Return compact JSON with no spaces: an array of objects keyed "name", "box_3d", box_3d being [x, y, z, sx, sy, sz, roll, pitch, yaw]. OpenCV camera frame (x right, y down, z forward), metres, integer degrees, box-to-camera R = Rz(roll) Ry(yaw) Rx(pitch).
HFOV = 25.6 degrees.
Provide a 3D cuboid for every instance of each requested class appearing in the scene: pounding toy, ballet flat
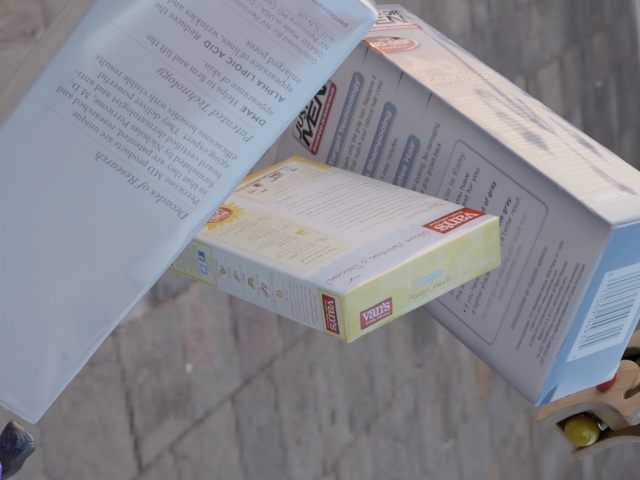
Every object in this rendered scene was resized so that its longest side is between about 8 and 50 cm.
[{"name":"pounding toy","box_3d":[0.392,0.199,1.608,0.155,0.269,0.154,42,48,-14]},{"name":"ballet flat","box_3d":[-0.446,0.304,1.978,0.057,0.173,0.049,-16,69,-44]}]

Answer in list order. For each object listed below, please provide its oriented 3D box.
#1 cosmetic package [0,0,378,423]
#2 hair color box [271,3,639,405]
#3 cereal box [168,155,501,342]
[{"name":"cosmetic package","box_3d":[-0.142,-0.086,0.997,0.156,0.385,0.217,35,20,-16]},{"name":"hair color box","box_3d":[0.125,-0.045,1.255,0.113,0.374,0.185,-12,132,-41]},{"name":"cereal box","box_3d":[0.000,0.000,1.127,0.173,0.240,0.047,-24,120,-36]}]
